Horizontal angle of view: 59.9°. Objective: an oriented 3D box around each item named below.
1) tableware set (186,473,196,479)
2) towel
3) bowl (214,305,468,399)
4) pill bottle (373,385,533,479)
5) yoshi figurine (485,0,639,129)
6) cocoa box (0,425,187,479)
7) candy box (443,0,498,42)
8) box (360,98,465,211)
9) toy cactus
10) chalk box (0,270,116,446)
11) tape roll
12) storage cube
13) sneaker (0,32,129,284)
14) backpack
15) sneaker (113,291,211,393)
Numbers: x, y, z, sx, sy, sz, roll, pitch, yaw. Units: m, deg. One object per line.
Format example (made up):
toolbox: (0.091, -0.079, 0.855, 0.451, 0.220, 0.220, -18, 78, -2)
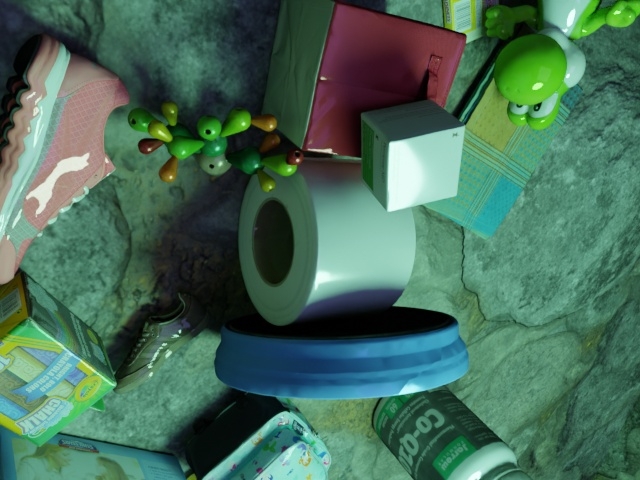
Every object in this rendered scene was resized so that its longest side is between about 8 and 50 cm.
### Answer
tableware set: (-0.247, 0.498, 1.108, 0.154, 0.024, 0.103, 8, 108, -34)
towel: (0.355, -0.196, 1.095, 0.272, 0.040, 0.370, 23, 100, -40)
bowl: (0.031, 0.158, 0.873, 0.392, 0.391, 0.077, -2, 90, -32)
pill bottle: (0.295, 0.477, 1.223, 0.204, 0.361, 0.204, -16, 123, -26)
yoshi figurine: (0.380, -0.364, 0.893, 0.203, 0.203, 0.361, 9, 103, -18)
cocoa box: (-0.384, 0.471, 0.863, 0.347, 0.231, 0.227, 33, 94, -41)
candy box: (0.241, -0.428, 0.894, 0.105, 0.027, 0.205, -29, 128, -20)
box: (0.110, -0.106, 0.686, 0.102, 0.087, 0.101, -15, 129, -15)
toy cactus: (-0.138, -0.112, 0.732, 0.219, 0.180, 0.112, 5, 82, -8)
chalk box: (-0.382, 0.174, 0.763, 0.132, 0.132, 0.213, -38, 129, -9)
tape roll: (0.000, 0.000, 0.838, 0.169, 0.246, 0.245, -3, 117, -32)
storage cube: (0.046, -0.224, 0.769, 0.193, 0.215, 0.183, 2, 115, -27)
sneaker: (-0.324, -0.075, 0.671, 0.136, 0.116, 0.313, 14, 107, -39)
backpack: (-0.100, 0.426, 1.063, 0.225, 0.191, 0.253, -40, 135, -9)
sneaker: (-0.268, 0.158, 0.884, 0.188, 0.066, 0.071, -41, 114, -13)
